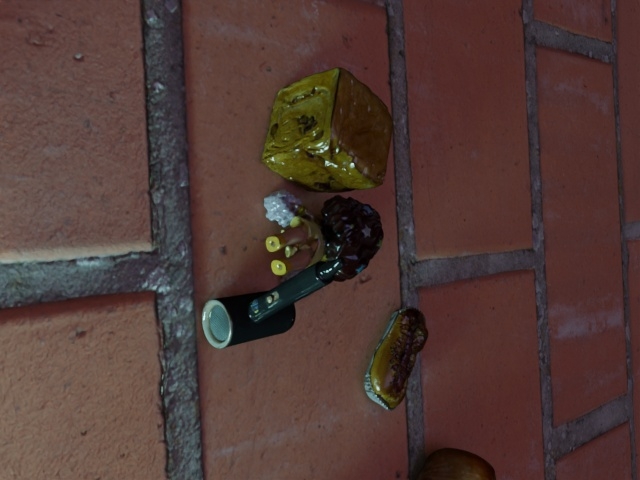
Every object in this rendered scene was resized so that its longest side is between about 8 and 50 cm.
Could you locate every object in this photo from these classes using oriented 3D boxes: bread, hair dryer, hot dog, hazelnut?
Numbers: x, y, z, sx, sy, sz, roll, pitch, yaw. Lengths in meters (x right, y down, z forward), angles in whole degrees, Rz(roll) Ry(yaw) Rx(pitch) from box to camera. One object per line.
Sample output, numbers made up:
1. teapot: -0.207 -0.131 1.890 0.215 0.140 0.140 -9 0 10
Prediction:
1. bread: 0.015 -0.164 1.054 0.143 0.149 0.158 33 66 -41
2. hair dryer: -0.040 0.076 0.926 0.128 0.255 0.070 -5 72 -46
3. hot dog: 0.138 0.206 1.219 0.108 0.059 0.191 47 56 -37
4. hazelnut: 0.249 0.465 1.274 0.150 0.150 0.150 2 87 -44

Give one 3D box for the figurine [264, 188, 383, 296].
1. figurine: 0.002 0.000 1.054 0.240 0.116 0.174 -15 98 -43
